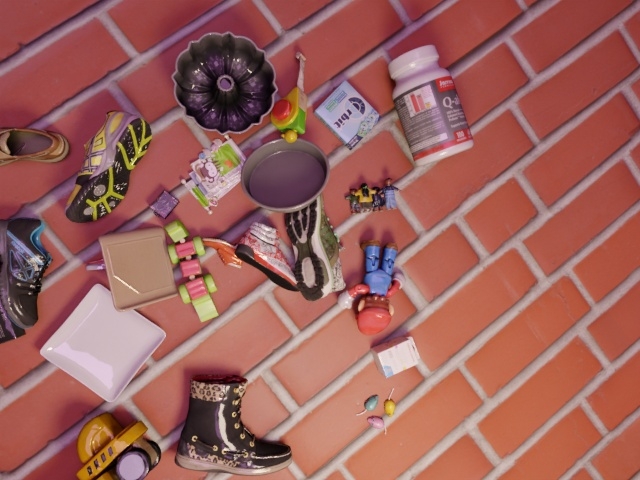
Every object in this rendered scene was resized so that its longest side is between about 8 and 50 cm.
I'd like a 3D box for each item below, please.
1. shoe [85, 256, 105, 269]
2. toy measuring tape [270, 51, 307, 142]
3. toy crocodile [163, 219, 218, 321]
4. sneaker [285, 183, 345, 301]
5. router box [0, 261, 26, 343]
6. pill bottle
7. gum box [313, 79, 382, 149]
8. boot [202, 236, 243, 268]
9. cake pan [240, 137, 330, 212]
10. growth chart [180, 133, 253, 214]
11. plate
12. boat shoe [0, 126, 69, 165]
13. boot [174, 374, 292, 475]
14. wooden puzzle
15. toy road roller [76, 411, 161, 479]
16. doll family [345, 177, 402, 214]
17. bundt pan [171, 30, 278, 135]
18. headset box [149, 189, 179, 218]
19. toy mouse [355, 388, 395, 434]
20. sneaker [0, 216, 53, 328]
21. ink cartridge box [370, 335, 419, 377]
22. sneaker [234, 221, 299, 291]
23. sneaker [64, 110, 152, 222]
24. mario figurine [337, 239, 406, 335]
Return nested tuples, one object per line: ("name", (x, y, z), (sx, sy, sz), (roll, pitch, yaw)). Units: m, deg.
("shoe", (-0.656, 0.047, 1.590), (0.178, 0.063, 0.081), (-8, 90, -16))
("toy measuring tape", (-0.108, -0.476, 1.683), (0.121, 0.121, 0.330), (4, 72, -10))
("toy crocodile", (-0.414, 0.097, 1.609), (0.115, 0.105, 0.340), (-17, 93, -10))
("sneaker", (0.000, 0.000, 1.693), (0.182, 0.158, 0.410), (5, 76, -48))
("router box", (-1.074, 0.187, 1.501), (0.243, 0.081, 0.309), (-18, 93, -10))
("pill bottle", (0.367, -0.455, 1.702), (0.210, 0.210, 0.363), (-21, 94, -10))
("gum box", (0.095, -0.435, 1.738), (0.184, 0.041, 0.157), (43, 82, -6))
("boot", (-0.322, 0.039, 1.653), (0.158, 0.059, 0.085), (20, 91, -11))
("cake pan", (-0.112, -0.209, 1.627), (0.293, 0.054, 0.293), (-3, 60, 5))
("growth chart", (-0.347, -0.228, 1.668), (0.172, 0.021, 0.237), (44, 82, -6))
("plate", (-0.684, 0.324, 1.589), (0.278, 0.045, 0.277), (39, 82, -8))
("boat shoe", (-0.946, -0.295, 1.508), (0.324, 0.120, 0.123), (-6, 90, -10))
("boot", (-0.268, 0.594, 1.622), (0.377, 0.138, 0.284), (6, 89, -5))
("wooden puzzle", (-0.568, 0.085, 1.562), (0.221, 0.044, 0.239), (-15, 90, -51))
("toy road roller", (-0.669, 0.682, 1.518), (0.329, 0.202, 0.240), (-42, 84, -13))
("doll family", (0.185, -0.156, 1.740), (0.193, 0.076, 0.111), (-6, 86, -15))
("bundt pan", (-0.307, -0.494, 1.624), (0.331, 0.124, 0.331), (0, 89, -9))
("headset box", (-0.511, -0.114, 1.630), (0.062, 0.032, 0.083), (40, 82, -8))
("toy mouse", (0.196, 0.607, 1.753), (0.143, 0.031, 0.161), (-1, 90, -10))
("sneaker", (-0.892, 0.096, 1.514), (0.139, 0.125, 0.341), (-9, 93, -15))
("ink cartridge box", (0.264, 0.399, 1.738), (0.143, 0.090, 0.092), (-20, 93, -11))
("sneaker", (-0.146, 0.050, 1.664), (0.270, 0.090, 0.145), (37, 60, -24))
("sneaker", (-0.681, -0.230, 1.568), (0.147, 0.145, 0.385), (31, 86, 22))
("mario figurine", (0.178, 0.167, 1.731), (0.198, 0.170, 0.320), (4, 76, 25))
